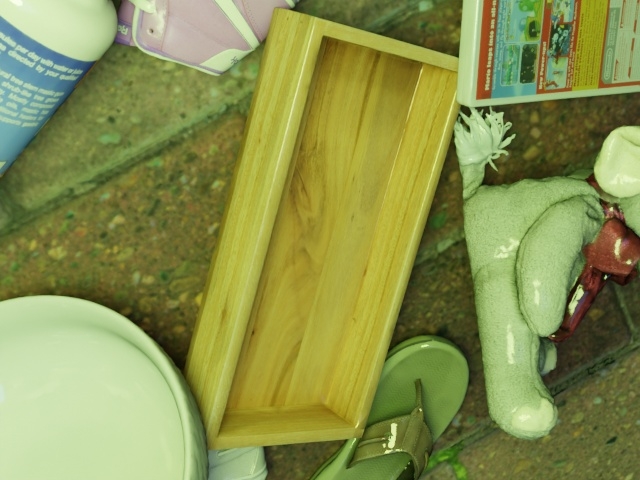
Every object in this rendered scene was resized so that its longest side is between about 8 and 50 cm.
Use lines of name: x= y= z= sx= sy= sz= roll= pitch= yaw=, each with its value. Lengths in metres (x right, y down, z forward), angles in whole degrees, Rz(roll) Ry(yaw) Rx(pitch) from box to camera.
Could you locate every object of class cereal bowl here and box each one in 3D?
cereal bowl: x=-0.257 y=0.227 z=0.884 sx=0.339 sy=0.339 sz=0.141 roll=-33 pitch=153 yaw=-3

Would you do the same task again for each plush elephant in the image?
plush elephant: x=0.282 y=0.005 z=0.956 sx=0.255 sy=0.272 sz=0.329 roll=-9 pitch=88 yaw=14

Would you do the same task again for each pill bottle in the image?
pill bottle: x=-0.262 y=-0.167 z=0.770 sx=0.152 sy=0.152 sz=0.272 roll=38 pitch=110 yaw=-24

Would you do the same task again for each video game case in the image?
video game case: x=0.263 y=-0.245 z=0.956 sx=0.285 sy=0.025 sz=0.204 roll=-9 pitch=112 yaw=-29

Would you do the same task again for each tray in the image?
tray: x=0.000 y=0.000 z=0.939 sx=0.203 sy=0.076 sz=0.410 roll=5 pitch=105 yaw=-39

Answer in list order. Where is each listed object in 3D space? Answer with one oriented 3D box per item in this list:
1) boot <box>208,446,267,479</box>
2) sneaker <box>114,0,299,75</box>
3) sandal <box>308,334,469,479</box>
boot: x=-0.186 y=0.220 z=1.005 sx=0.258 sy=0.095 sz=0.123 roll=-8 pitch=103 yaw=-20
sneaker: x=-0.157 y=-0.258 z=0.830 sx=0.161 sy=0.102 sz=0.282 roll=-45 pitch=114 yaw=6
sandal: x=0.079 y=0.246 z=1.081 sx=0.120 sy=0.086 sz=0.302 roll=26 pitch=100 yaw=-23
